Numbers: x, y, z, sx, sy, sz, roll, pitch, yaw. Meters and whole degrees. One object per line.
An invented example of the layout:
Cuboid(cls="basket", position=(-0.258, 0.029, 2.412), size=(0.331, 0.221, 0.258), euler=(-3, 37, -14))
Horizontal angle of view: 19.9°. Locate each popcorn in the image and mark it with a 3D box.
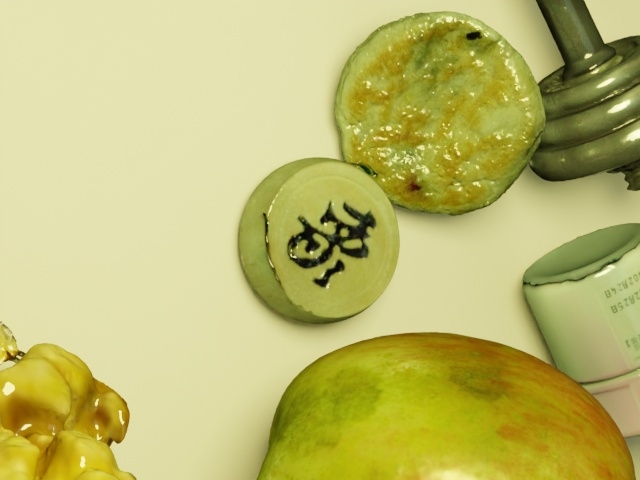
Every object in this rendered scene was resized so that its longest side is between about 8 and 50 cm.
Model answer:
Cuboid(cls="popcorn", position=(-0.230, 0.226, 1.313), size=(0.225, 0.265, 0.332), euler=(32, 60, -19))

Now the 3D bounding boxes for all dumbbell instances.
Cuboid(cls="dumbbell", position=(0.208, -0.226, 1.628), size=(0.179, 0.179, 0.406), euler=(-34, 104, -27))

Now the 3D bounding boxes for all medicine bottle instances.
Cuboid(cls="medicine bottle", position=(0.274, 0.083, 1.676), size=(0.135, 0.135, 0.168), euler=(-30, 102, -28))

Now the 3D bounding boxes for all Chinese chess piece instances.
Cuboid(cls="Chinese chess piece", position=(0.000, 0.000, 1.566), size=(0.144, 0.058, 0.144), euler=(1, 88, -29))

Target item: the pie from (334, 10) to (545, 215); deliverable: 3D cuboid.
Cuboid(cls="pie", position=(0.103, -0.110, 1.585), size=(0.187, 0.041, 0.187), euler=(2, 110, 7))

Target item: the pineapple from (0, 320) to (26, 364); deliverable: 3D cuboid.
Cuboid(cls="pineapple", position=(-0.340, 0.047, 1.362), size=(0.233, 0.079, 0.135), euler=(49, 58, -13))

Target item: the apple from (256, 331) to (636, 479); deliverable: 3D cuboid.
Cuboid(cls="apple", position=(0.089, 0.242, 1.458), size=(0.339, 0.339, 0.340), euler=(2, 87, -30))
